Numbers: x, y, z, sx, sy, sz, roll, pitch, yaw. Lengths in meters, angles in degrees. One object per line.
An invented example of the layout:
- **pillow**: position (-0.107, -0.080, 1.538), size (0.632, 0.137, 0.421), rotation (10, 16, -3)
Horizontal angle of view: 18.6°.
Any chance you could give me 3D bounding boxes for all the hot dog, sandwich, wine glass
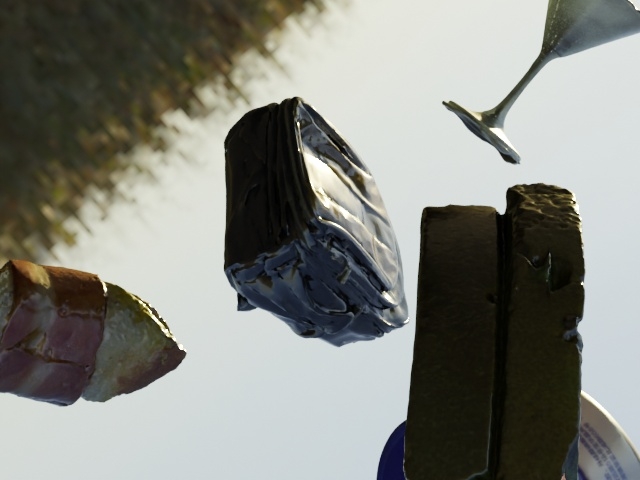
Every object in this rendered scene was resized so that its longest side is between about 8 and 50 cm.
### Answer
- **hot dog**: position (-0.243, 0.074, 1.660), size (0.123, 0.262, 0.093), rotation (-64, -150, 19)
- **sandwich**: position (0.110, 0.094, 1.255), size (0.212, 0.109, 0.292), rotation (91, 4, -66)
- **wine glass**: position (0.206, -0.163, 1.797), size (0.183, 0.122, 0.122), rotation (-52, -172, 1)

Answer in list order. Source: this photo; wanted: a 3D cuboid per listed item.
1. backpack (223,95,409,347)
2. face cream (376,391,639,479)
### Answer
- **backpack**: position (0.000, 0.000, 1.743), size (0.133, 0.258, 0.206), rotation (-21, -124, 24)
- **face cream**: position (0.147, 0.201, 1.429), size (0.111, 0.206, 0.206), rotation (-21, 175, -37)
